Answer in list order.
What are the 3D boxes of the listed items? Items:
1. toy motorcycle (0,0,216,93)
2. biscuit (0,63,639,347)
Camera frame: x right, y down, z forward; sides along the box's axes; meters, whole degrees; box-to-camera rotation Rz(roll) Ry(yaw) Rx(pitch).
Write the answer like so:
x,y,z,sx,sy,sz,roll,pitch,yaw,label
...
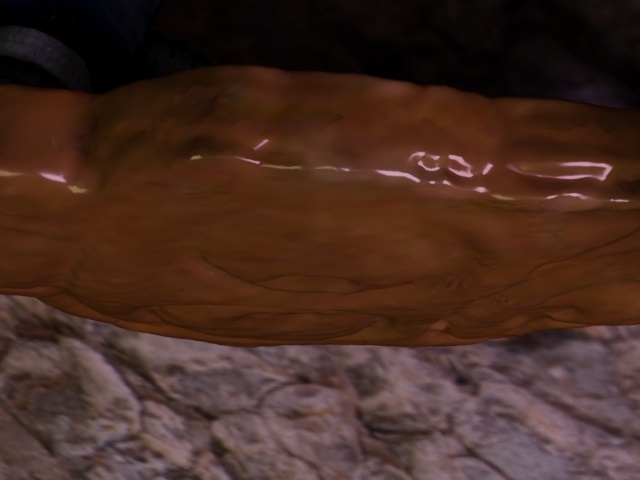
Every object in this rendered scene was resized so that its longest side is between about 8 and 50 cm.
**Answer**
x,y,z,sx,sy,sz,roll,pitch,yaw,label
-0.139,-0.113,0.696,0.169,0.113,0.315,8,149,32,toy motorcycle
0.000,0.004,0.719,0.376,0.051,0.269,5,164,-13,biscuit
